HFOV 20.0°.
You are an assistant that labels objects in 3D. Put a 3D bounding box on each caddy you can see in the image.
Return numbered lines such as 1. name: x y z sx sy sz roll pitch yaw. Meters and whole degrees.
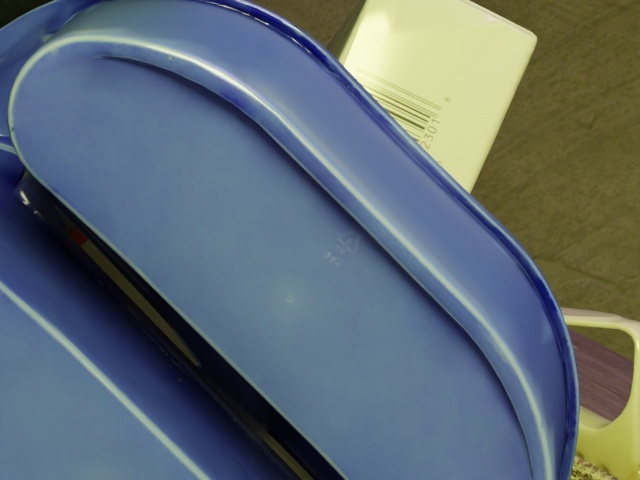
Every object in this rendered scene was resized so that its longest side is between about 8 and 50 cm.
1. caddy: -0.043 0.047 0.791 0.341 0.241 0.179 45 14 -3

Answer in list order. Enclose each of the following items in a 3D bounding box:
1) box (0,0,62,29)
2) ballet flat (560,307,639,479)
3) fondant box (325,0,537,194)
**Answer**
1. box: -0.285 -0.258 0.763 0.479 0.297 0.472 -4 -22 -12
2. ballet flat: 0.192 0.147 1.187 0.483 0.182 0.164 30 8 41
3. fondant box: 0.000 0.000 1.071 0.096 0.238 0.330 26 -11 -4
